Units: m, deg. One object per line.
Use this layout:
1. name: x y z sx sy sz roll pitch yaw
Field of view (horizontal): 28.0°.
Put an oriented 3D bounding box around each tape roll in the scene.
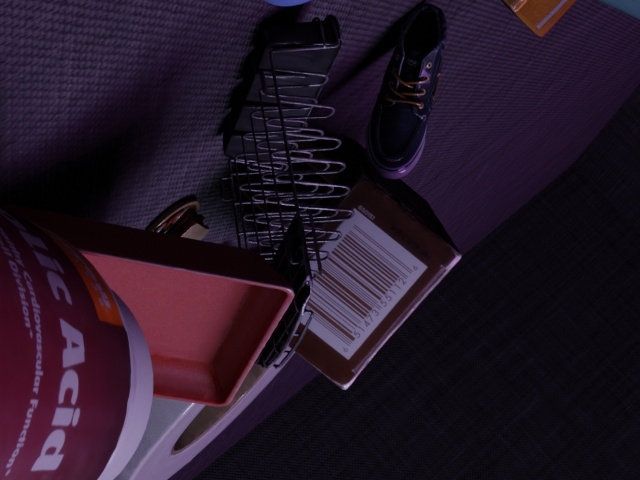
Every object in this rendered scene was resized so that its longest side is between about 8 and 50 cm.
1. tape roll: -0.150 0.197 1.755 0.392 0.072 0.392 -45 170 -10

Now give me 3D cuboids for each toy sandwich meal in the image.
1. toy sandwich meal: -0.148 -0.008 1.324 0.085 0.029 0.085 -41 170 -9

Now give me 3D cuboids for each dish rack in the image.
1. dish rack: -0.028 -0.034 1.107 0.074 0.271 0.208 -1 153 -16

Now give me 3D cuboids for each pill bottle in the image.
1. pill bottle: -0.241 0.077 0.754 0.224 0.224 0.392 -43 167 0

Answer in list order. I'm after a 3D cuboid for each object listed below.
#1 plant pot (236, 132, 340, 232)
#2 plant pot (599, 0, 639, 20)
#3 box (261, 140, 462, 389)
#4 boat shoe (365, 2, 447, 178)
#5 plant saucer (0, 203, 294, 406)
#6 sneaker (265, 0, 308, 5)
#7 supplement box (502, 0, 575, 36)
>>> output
1. plant pot: -0.026 -0.070 1.400 0.081 0.081 0.083 -48 179 26
2. plant pot: 0.296 -0.315 1.106 0.271 0.255 0.271 -41 169 -9
3. box: 0.032 0.014 1.463 0.191 0.143 0.381 -50 -172 8
4. boat shoe: 0.090 -0.161 1.363 0.083 0.065 0.183 92 12 -67
5. plant saucer: -0.174 0.054 1.068 0.259 0.258 0.047 121 -23 -59
6. sneaker: 0.028 -0.260 0.848 0.232 0.081 0.090 -49 167 -1
7. supplement box: 0.236 -0.294 1.456 0.080 0.078 0.233 -45 170 15
